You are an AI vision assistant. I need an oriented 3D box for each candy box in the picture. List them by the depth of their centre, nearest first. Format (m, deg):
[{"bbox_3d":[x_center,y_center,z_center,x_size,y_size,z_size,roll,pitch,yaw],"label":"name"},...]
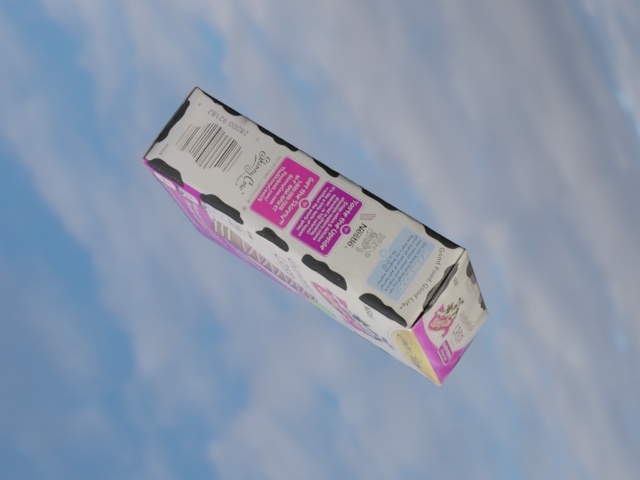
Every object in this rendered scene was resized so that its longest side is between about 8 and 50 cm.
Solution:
[{"bbox_3d":[0.000,0.000,1.265,0.233,0.071,0.159,31,170,20],"label":"candy box"}]
